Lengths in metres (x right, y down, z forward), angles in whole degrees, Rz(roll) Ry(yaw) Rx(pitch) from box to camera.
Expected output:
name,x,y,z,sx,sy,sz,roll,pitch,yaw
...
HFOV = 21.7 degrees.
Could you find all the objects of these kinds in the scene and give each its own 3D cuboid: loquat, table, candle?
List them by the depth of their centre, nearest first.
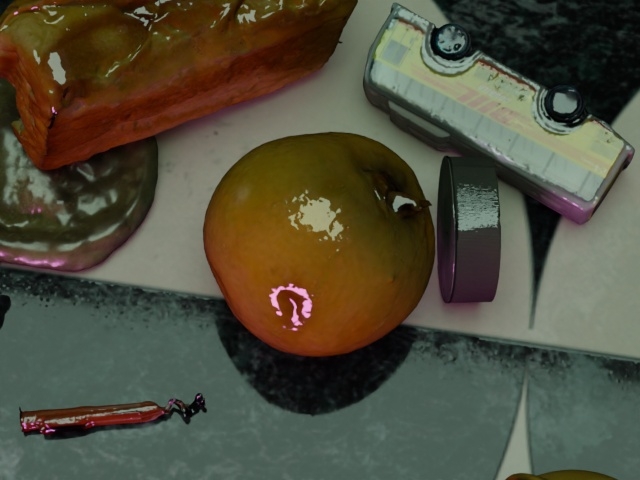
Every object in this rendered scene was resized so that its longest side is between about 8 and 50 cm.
name,x,y,z,sx,sy,sz,roll,pitch,yaw
loquat,0.000,0.000,1.468,0.208,0.208,0.208,0,70,-1
candle,-0.187,0.157,1.505,0.167,0.021,0.026,-5,50,-2
table,0.133,-0.010,1.511,0.043,0.133,0.134,0,70,-2

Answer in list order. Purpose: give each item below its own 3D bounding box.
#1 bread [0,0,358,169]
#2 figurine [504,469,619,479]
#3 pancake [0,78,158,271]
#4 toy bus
name,x,y,z,sx,sy,sz,roll,pitch,yaw
bread,-0.136,-0.199,1.529,0.344,0.195,0.149,-22,76,-21
figurine,0.173,0.293,1.386,0.256,0.192,0.167,-25,30,8
pancake,-0.270,-0.076,1.577,0.222,0.042,0.236,-41,78,-19
toy bus,0.163,-0.119,1.579,0.268,0.092,0.106,31,82,9
